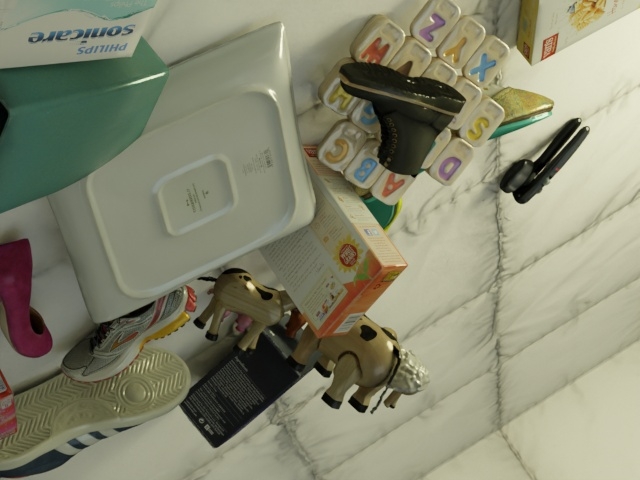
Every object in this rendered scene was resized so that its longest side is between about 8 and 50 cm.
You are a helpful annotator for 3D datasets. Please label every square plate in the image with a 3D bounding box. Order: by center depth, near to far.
[{"bbox_3d":[-0.166,-0.069,1.734,0.344,0.049,0.347,-25,138,-14],"label":"square plate"}]

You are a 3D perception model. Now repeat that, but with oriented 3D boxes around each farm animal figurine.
[{"bbox_3d":[0.001,0.123,2.126,0.172,0.326,0.330,-59,156,13],"label":"farm animal figurine"}]

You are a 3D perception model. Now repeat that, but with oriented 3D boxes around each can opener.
[{"bbox_3d":[0.398,-0.136,2.397,0.186,0.059,0.073,-43,154,18],"label":"can opener"}]

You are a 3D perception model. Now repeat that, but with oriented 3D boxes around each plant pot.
[{"bbox_3d":[-0.287,-0.154,1.419,0.234,0.165,0.166,-21,153,-42],"label":"plant pot"}]

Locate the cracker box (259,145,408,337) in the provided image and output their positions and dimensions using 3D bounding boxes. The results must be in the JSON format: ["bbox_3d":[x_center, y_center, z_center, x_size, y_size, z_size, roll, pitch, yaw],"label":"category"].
[{"bbox_3d":[0.000,0.000,1.948,0.067,0.232,0.156,-3,141,-50],"label":"cracker box"}]

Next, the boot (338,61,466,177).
[{"bbox_3d":[0.088,-0.152,1.818,0.197,0.077,0.137,12,119,-33],"label":"boot"}]

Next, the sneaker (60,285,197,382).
[{"bbox_3d":[-0.293,0.120,2.008,0.225,0.088,0.093,-38,135,9],"label":"sneaker"}]

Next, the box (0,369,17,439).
[{"bbox_3d":[-0.545,0.233,1.824,0.256,0.128,0.123,-24,153,-23],"label":"box"}]

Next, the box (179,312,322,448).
[{"bbox_3d":[-0.116,0.234,2.327,0.207,0.108,0.153,-41,175,17],"label":"box"}]

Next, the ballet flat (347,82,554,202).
[{"bbox_3d":[0.185,-0.172,2.016,0.348,0.123,0.123,-26,154,-17],"label":"ballet flat"}]

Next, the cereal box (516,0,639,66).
[{"bbox_3d":[0.398,-0.365,1.999,0.240,0.047,0.173,-30,155,-9],"label":"cereal box"}]

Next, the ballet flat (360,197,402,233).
[{"bbox_3d":[0.084,-0.040,2.189,0.077,0.077,0.231,-43,167,-37],"label":"ballet flat"}]

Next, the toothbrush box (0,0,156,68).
[{"bbox_3d":[-0.237,-0.302,1.243,0.216,0.126,0.295,-13,147,-40],"label":"toothbrush box"}]

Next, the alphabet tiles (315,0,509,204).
[{"bbox_3d":[0.130,-0.186,1.878,0.284,0.021,0.278,30,103,-40],"label":"alphabet tiles"}]

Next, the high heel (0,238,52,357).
[{"bbox_3d":[-0.383,0.076,1.813,0.117,0.082,0.244,-35,147,-1],"label":"high heel"}]

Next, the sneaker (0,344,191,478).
[{"bbox_3d":[-0.371,0.269,2.126,0.350,0.131,0.148,-17,158,-21],"label":"sneaker"}]
